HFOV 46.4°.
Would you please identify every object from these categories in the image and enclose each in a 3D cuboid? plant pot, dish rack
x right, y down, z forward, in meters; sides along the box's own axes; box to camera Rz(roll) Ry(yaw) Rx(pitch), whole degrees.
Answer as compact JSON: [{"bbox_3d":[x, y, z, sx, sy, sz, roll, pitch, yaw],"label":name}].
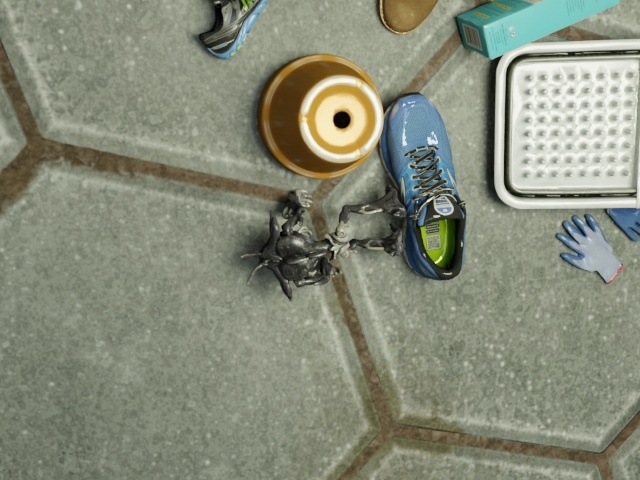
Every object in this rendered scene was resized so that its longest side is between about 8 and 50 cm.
[{"bbox_3d":[0.012,-0.192,1.174,0.205,0.188,0.205,-2,101,-11],"label":"plant pot"},{"bbox_3d":[0.466,-0.200,1.291,0.333,0.072,0.285,-1,102,4],"label":"dish rack"}]

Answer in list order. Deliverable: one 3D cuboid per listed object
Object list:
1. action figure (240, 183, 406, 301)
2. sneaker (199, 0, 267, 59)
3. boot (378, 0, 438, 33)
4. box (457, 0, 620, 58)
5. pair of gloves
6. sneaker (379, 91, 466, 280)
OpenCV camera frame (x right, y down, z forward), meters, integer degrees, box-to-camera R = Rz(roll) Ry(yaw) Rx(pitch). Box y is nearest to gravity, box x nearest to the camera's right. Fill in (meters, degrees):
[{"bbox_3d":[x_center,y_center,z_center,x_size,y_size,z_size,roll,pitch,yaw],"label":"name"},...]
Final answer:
[{"bbox_3d":[0.000,0.000,1.237,0.276,0.141,0.163,-14,107,-10],"label":"action figure"},{"bbox_3d":[-0.129,-0.379,1.172,0.078,0.067,0.188,28,97,-21],"label":"sneaker"},{"bbox_3d":[0.184,-0.451,1.158,0.112,0.115,0.305,17,123,-20],"label":"boot"},{"bbox_3d":[0.362,-0.385,1.245,0.244,0.100,0.060,-25,121,-6],"label":"box"},{"bbox_3d":[0.541,-0.023,1.398,0.159,0.023,0.198,38,92,-17],"label":"pair of gloves"},{"bbox_3d":[0.190,-0.086,1.251,0.130,0.147,0.329,-16,103,-8],"label":"sneaker"}]
